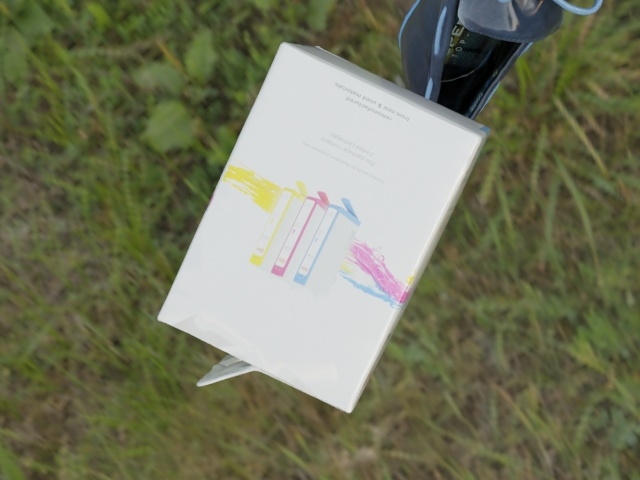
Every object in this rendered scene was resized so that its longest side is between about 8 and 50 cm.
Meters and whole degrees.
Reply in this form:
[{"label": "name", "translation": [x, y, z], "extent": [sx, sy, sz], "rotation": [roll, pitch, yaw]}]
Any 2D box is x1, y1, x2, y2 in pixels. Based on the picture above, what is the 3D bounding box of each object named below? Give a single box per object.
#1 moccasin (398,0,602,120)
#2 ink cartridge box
[{"label": "moccasin", "translation": [0.165, -0.207, 1.515], "extent": [0.138, 0.342, 0.117], "rotation": [1, 58, -14]}, {"label": "ink cartridge box", "translation": [0.000, 0.000, 0.774], "extent": [0.090, 0.092, 0.143], "rotation": [25, 98, 5]}]
